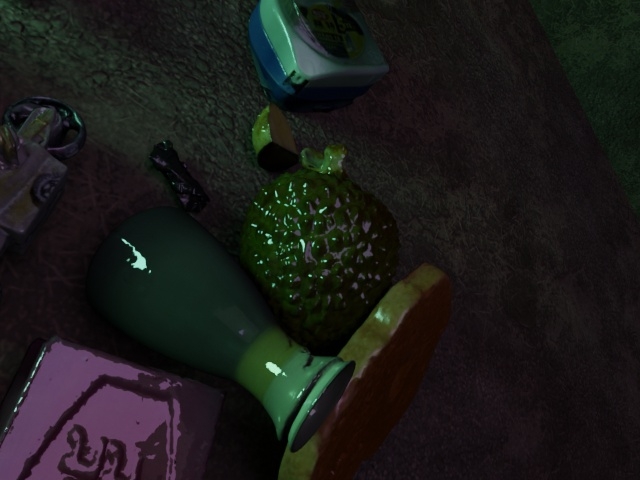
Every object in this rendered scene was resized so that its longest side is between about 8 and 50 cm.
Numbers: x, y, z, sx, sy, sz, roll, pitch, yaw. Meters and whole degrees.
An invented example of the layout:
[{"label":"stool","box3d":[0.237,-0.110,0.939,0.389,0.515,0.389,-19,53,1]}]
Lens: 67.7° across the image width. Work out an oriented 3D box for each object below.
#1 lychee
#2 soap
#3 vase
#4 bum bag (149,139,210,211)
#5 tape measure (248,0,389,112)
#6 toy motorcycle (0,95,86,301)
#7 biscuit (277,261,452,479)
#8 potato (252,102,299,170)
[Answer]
[{"label":"lychee","box3d":[-0.004,0.010,0.757,0.270,0.269,0.320,51,59,-14]},{"label":"soap","box3d":[-0.269,0.310,0.519,0.232,0.128,0.360,30,59,-29]},{"label":"vase","box3d":[-0.119,0.103,0.580,0.321,0.174,0.173,32,44,23]},{"label":"bum bag","box3d":[-0.225,-0.099,0.758,0.125,0.034,0.058,56,39,-11]},{"label":"tape measure","box3d":[-0.010,-0.413,0.983,0.259,0.138,0.262,-19,88,-44]},{"label":"toy motorcycle","box3d":[-0.418,-0.066,0.535,0.222,0.108,0.341,24,53,-18]},{"label":"biscuit","box3d":[0.092,0.224,0.766,0.078,0.350,0.455,29,42,26]},{"label":"potato","box3d":[-0.093,-0.193,0.885,0.096,0.066,0.103,31,44,-57]}]
